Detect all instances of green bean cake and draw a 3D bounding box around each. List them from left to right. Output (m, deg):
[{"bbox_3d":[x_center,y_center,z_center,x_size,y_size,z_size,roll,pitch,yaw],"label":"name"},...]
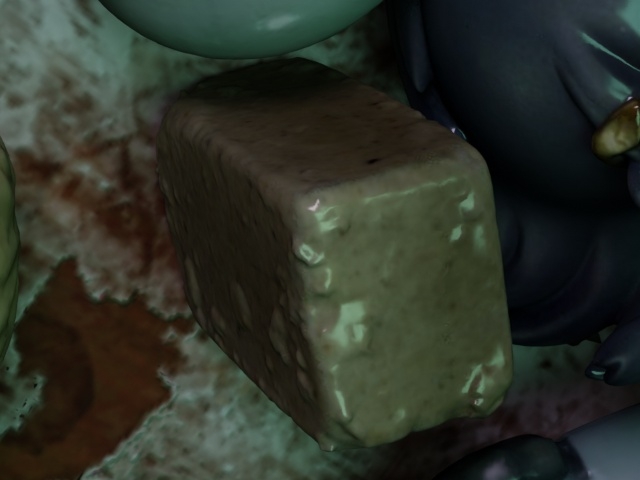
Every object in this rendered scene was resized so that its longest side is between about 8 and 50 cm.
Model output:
[{"bbox_3d":[0.000,0.000,0.699,0.085,0.179,0.109,-17,114,-19],"label":"green bean cake"}]

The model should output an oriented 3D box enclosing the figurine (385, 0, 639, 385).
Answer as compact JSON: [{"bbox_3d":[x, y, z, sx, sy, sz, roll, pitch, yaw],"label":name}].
[{"bbox_3d":[0.125,-0.055,0.748,0.175,0.197,0.265,-38,112,-23],"label":"figurine"}]

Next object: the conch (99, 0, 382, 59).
[{"bbox_3d":[-0.037,-0.179,0.655,0.185,0.121,0.221,-1,110,-15],"label":"conch"}]

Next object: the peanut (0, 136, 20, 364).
[{"bbox_3d":[-0.204,0.054,0.667,0.123,0.123,0.257,40,91,-29],"label":"peanut"}]

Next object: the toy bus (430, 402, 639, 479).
[{"bbox_3d":[0.173,0.181,0.821,0.287,0.194,0.232,-22,158,-8],"label":"toy bus"}]
